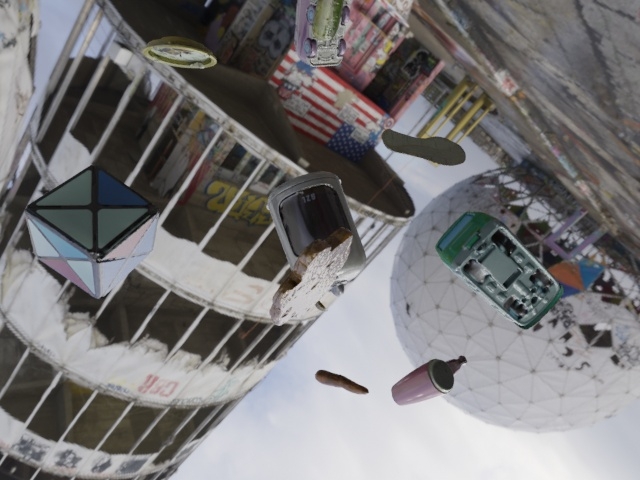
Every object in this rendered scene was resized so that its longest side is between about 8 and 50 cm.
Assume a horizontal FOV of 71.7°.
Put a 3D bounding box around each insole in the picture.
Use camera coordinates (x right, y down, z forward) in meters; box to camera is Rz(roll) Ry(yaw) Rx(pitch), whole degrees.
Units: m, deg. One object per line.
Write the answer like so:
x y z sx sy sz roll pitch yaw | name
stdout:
0.349 -0.306 1.456 0.348 0.009 0.119 5 -117 -26 | insole

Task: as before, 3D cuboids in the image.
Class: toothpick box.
0.000 0.000 1.197 0.229 0.229 0.317 0 -112 -60 | toothpick box

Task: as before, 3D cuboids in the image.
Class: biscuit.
-0.023 0.071 0.853 0.041 0.208 0.290 40 159 16 | biscuit

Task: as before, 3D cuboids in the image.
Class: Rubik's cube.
-0.650 -0.027 1.285 0.250 0.248 0.246 34 -131 3 | Rubik's cube

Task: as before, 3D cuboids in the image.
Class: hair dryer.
0.199 0.224 0.736 0.154 0.106 0.054 -8 -117 -38 | hair dryer

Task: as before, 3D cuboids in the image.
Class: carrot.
0.052 0.346 1.078 0.165 0.036 0.035 2 172 40 | carrot
0.048 -0.698 1.128 0.074 0.359 0.074 12 -143 -9 | carrot

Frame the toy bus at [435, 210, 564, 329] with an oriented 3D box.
0.492 0.075 1.255 0.343 0.183 0.199 39 -174 -23 | toy bus

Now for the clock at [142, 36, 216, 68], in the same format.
-0.457 -0.619 1.445 0.236 0.057 0.237 2 -174 0 | clock

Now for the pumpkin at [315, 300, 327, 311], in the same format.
-0.007 0.240 1.656 0.083 0.028 0.050 53 177 -3 | pumpkin

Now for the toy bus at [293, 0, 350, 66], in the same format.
0.000 -0.658 1.380 0.141 0.203 0.142 -15 -137 -27 | toy bus
